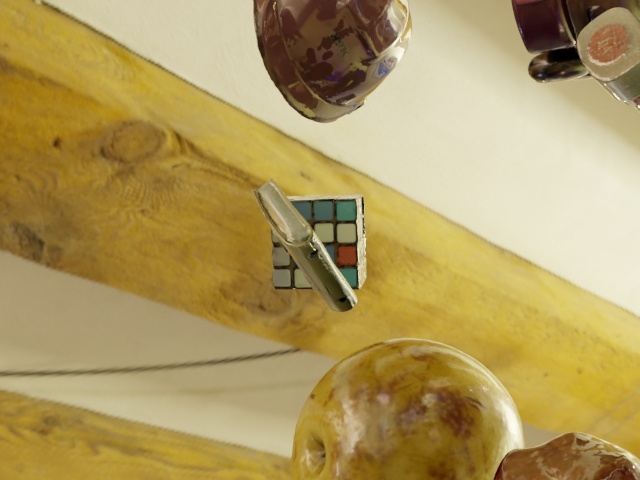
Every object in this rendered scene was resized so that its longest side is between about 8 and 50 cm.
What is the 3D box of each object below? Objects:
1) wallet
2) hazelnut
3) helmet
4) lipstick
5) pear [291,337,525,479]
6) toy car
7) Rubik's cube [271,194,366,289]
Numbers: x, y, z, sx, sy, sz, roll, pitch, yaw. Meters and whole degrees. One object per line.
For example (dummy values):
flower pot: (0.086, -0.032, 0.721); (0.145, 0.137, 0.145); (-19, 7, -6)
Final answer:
wallet: (-0.019, 0.008, 1.036); (0.039, 0.110, 0.155); (-35, -37, -3)
hazelnut: (0.225, 0.244, 0.825); (0.154, 0.143, 0.143); (-12, -35, 31)
helmet: (0.034, -0.348, 1.469); (0.197, 0.338, 0.271); (-24, -64, 21)
lipstick: (0.290, -0.128, 0.809); (0.057, 0.063, 0.186); (-36, -38, 26)
pear: (0.103, 0.248, 1.099); (0.281, 0.280, 0.280); (-13, -45, -14)
toy car: (0.365, -0.336, 1.124); (0.341, 0.240, 0.271); (-24, -74, -56)
Rubik's cube: (0.000, 0.000, 1.635); (0.151, 0.155, 0.154); (0, -85, 8)
